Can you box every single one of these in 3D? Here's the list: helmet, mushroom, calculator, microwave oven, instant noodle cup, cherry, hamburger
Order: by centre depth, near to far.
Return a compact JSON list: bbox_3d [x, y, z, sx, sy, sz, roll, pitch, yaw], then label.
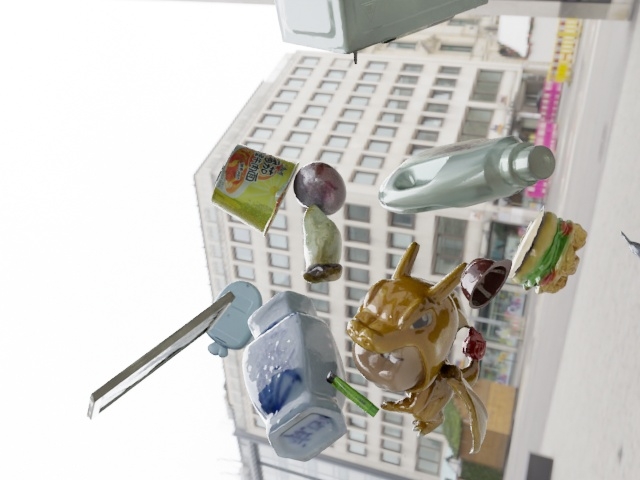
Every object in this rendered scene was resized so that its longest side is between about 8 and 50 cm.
[{"bbox_3d":[0.094,-0.502,1.057,0.355,0.218,0.286,-29,-53,-27],"label":"microwave oven"},{"bbox_3d":[0.292,0.065,1.108,0.089,0.057,0.111,6,-61,-39],"label":"helmet"},{"bbox_3d":[0.610,0.043,1.623,0.237,0.149,0.237,-61,-8,-16],"label":"hamburger"},{"bbox_3d":[0.004,0.000,1.630,0.333,0.107,0.087,-91,-9,-58],"label":"mushroom"},{"bbox_3d":[-0.002,-0.161,1.809,0.140,0.176,0.176,-44,-37,-33],"label":"cherry"},{"bbox_3d":[-0.204,-0.166,1.874,0.264,0.200,0.264,-155,90,-88],"label":"instant noodle cup"},{"bbox_3d":[-0.321,0.290,2.219,0.302,0.188,0.042,-64,-10,2],"label":"calculator"}]

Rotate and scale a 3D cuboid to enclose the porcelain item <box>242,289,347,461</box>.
[{"bbox_3d":[-0.060,0.309,1.449,0.178,0.243,0.405,44,-166,-32],"label":"porcelain item"}]

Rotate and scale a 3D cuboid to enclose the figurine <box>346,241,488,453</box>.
[{"bbox_3d":[0.230,0.225,1.364,0.400,0.268,0.387,-70,-34,-45],"label":"figurine"}]

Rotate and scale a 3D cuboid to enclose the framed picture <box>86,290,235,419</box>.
[{"bbox_3d":[-0.320,0.232,1.214,0.324,0.020,0.240,-38,-5,-33],"label":"framed picture"}]

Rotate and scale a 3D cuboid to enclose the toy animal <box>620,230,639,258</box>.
[{"bbox_3d":[0.994,0.097,1.680,0.081,0.206,0.367,-45,21,4],"label":"toy animal"}]

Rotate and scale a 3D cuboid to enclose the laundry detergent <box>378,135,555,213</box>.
[{"bbox_3d":[0.308,-0.135,1.266,0.264,0.398,0.124,-25,-79,-19],"label":"laundry detergent"}]

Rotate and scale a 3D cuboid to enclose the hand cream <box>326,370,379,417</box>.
[{"bbox_3d":[0.063,0.307,1.215,0.023,0.122,0.036,-43,-19,-39],"label":"hand cream"}]
